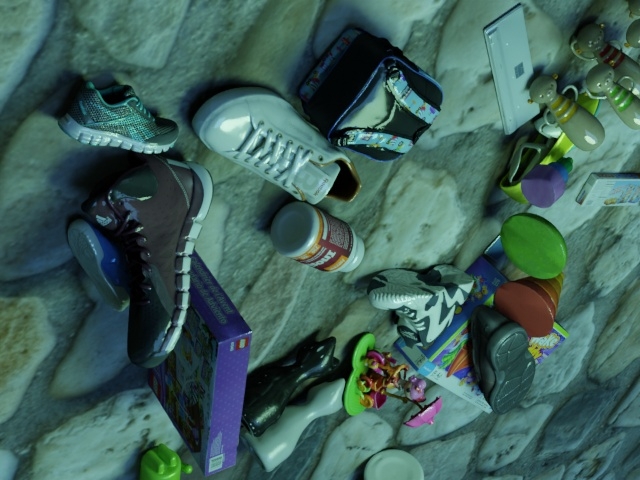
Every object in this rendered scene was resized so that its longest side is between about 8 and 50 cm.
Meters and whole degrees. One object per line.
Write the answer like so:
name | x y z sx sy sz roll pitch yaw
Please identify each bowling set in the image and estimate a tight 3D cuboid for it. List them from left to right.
bowling set | 0.485 -0.276 1.897 0.154 0.200 0.287 42 86 -17

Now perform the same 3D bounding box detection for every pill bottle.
pill bottle | 0.000 0.000 1.851 0.086 0.086 0.152 -50 143 13
pill bottle | 0.148 0.542 2.527 0.124 0.124 0.221 -24 141 -22

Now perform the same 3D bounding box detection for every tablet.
tablet | 0.338 -0.001 2.229 0.083 0.006 0.054 -49 143 10

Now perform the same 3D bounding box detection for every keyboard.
keyboard | 0.304 -0.263 1.920 0.072 0.014 0.256 -40 145 -11

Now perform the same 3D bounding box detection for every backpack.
backpack | 0.079 -0.194 1.692 0.173 0.117 0.158 18 114 -50

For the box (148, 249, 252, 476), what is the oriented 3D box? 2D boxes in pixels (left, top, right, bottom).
box | -0.180 0.173 1.771 0.057 0.201 0.293 -17 139 -27

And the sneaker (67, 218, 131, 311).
sneaker | -0.277 0.014 1.642 0.084 0.058 0.152 -48 129 -32

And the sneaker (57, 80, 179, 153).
sneaker | -0.236 -0.154 1.497 0.166 0.065 0.076 2 122 -46

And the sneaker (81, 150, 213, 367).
sneaker | -0.247 0.014 1.573 0.162 0.106 0.281 21 73 -39

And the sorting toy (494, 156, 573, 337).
sorting toy | 0.393 0.000 2.101 0.126 0.127 0.366 -39 143 -34

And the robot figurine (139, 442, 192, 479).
robot figurine | -0.268 0.392 2.034 0.101 0.067 0.115 -29 145 -37

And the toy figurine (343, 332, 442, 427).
toy figurine | 0.141 0.262 2.169 0.130 0.159 0.173 -41 140 -42

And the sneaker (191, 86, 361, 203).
sneaker | -0.043 -0.122 1.655 0.290 0.123 0.106 15 119 -48

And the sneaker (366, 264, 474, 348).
sneaker | 0.157 0.130 2.124 0.235 0.094 0.153 -12 128 -48

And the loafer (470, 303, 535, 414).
loafer | 0.330 0.216 2.253 0.109 0.095 0.302 -34 147 -13

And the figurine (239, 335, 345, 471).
figurine | -0.044 0.279 2.112 0.209 0.092 0.215 -34 145 -16

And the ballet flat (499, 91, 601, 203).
ballet flat | 0.380 -0.162 2.049 0.077 0.077 0.231 22 116 -22

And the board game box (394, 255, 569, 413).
board game box | 0.317 0.190 2.349 0.233 0.078 0.347 -46 144 7

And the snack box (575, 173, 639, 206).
snack box | 0.560 -0.096 2.318 0.178 0.022 0.064 -2 128 -41
